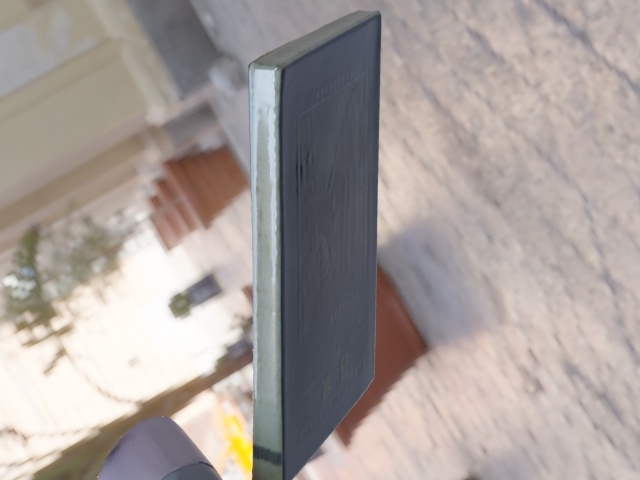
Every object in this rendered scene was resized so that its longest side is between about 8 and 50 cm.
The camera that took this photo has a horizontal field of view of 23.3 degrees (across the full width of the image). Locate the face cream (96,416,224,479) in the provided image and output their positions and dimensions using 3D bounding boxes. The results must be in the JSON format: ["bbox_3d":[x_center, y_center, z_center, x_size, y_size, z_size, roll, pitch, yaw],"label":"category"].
[{"bbox_3d":[-0.049,0.213,0.877,0.269,0.073,0.107,42,119,48],"label":"face cream"}]

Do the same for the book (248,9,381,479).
[{"bbox_3d":[0.000,0.000,0.994,0.191,0.025,0.269,-39,-47,-63],"label":"book"}]
